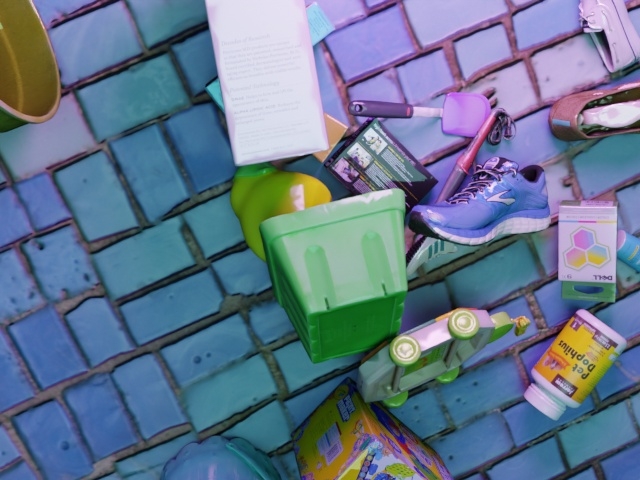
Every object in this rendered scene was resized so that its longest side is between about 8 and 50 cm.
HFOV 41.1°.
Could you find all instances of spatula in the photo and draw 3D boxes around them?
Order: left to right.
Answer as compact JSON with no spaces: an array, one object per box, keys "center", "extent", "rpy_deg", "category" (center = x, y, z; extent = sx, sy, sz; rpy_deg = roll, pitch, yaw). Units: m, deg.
[{"center":[0.186,-0.240,1.590],"extent":[0.296,0.030,0.084],"rpy_deg":[0,103,-25],"category":"spatula"}]

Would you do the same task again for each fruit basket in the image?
[{"center":[0.000,0.000,1.521],"extent":[0.283,0.392,0.392],"rpy_deg":[-13,105,-4],"category":"fruit basket"}]

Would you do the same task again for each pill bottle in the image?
[{"center":[0.508,0.254,1.724],"extent":[0.117,0.117,0.215],"rpy_deg":[34,97,-14],"category":"pill bottle"}]

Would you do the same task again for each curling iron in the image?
[{"center":[0.282,-0.135,1.619],"extent":[0.068,0.035,0.274],"rpy_deg":[38,85,-16],"category":"curling iron"}]

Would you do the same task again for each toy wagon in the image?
[{"center":[0.232,0.207,1.618],"extent":[0.344,0.267,0.068],"rpy_deg":[-23,65,-12],"category":"toy wagon"}]

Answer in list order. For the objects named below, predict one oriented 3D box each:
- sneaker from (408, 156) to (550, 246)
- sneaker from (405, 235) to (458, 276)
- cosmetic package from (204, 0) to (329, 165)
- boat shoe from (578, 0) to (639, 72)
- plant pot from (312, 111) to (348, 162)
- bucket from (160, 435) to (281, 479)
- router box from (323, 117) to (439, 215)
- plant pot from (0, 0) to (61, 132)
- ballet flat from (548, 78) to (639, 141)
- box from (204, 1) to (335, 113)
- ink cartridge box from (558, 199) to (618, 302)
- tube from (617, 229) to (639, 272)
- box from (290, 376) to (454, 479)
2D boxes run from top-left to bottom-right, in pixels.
[{"center":[0.293,-0.079,1.573],"extent":[0.330,0.130,0.147],"rpy_deg":[-13,109,-35],"category":"sneaker"},{"center":[0.226,0.016,1.660],"extent":[0.075,0.057,0.161],"rpy_deg":[35,94,-8],"category":"sneaker"},{"center":[-0.097,-0.324,1.353],"extent":[0.156,0.217,0.385],"rpy_deg":[-12,100,-3],"category":"cosmetic package"},{"center":[0.520,-0.413,1.583],"extent":[0.076,0.083,0.226],"rpy_deg":[-38,106,1],"category":"boat shoe"},{"center":[-0.005,-0.199,1.569],"extent":[0.083,0.081,0.081],"rpy_deg":[36,97,-2],"category":"plant pot"},{"center":[-0.192,0.546,1.666],"extent":[0.281,0.183,0.281],"rpy_deg":[-2,105,-7],"category":"bucket"},{"center":[0.116,-0.126,1.617],"extent":[0.133,0.046,0.179],"rpy_deg":[-45,105,4],"category":"router box"},{"center":[-0.665,-0.287,1.344],"extent":[0.353,0.366,0.366],"rpy_deg":[-22,106,10],"category":"plant pot"},{"center":[0.606,-0.252,1.612],"extent":[0.342,0.124,0.116],"rpy_deg":[-10,105,-5],"category":"ballet flat"},{"center":[-0.092,-0.324,1.514],"extent":[0.244,0.100,0.060],"rpy_deg":[-38,105,3],"category":"box"},{"center":[0.525,0.028,1.679],"extent":[0.109,0.062,0.209],"rpy_deg":[2,105,21],"category":"ink cartridge box"},{"center":[0.676,0.046,1.737],"extent":[0.207,0.052,0.080],"rpy_deg":[26,111,-18],"category":"tube"},{"center":[0.114,0.456,1.631],"extent":[0.279,0.290,0.177],"rpy_deg":[42,94,-15],"category":"box"}]
